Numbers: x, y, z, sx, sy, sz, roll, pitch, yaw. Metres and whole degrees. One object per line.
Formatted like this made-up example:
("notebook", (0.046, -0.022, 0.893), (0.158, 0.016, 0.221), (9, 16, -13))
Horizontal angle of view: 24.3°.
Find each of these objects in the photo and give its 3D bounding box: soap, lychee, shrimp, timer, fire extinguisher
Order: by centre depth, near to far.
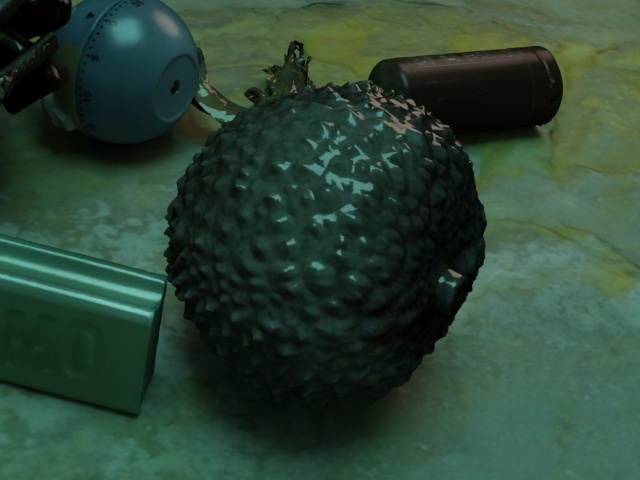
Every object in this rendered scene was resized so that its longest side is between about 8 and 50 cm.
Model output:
("soap", (-0.234, 0.065, 1.243), (0.198, 0.119, 0.066), (14, 37, 2))
("lychee", (0.001, -0.002, 1.265), (0.300, 0.300, 0.300), (8, 38, -6))
("timer", (-0.252, -0.179, 1.540), (0.255, 0.175, 0.175), (1, 36, 12))
("shrimp", (-0.079, -0.175, 1.647), (0.152, 0.046, 0.219), (24, 36, -5))
("fire extinguisher", (0.134, -0.160, 1.666), (0.269, 0.105, 0.105), (-9, 43, -26))

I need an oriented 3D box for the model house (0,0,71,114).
("model house", (-0.392, -0.234, 1.453), (0.297, 0.317, 0.282), (39, 53, -15))
